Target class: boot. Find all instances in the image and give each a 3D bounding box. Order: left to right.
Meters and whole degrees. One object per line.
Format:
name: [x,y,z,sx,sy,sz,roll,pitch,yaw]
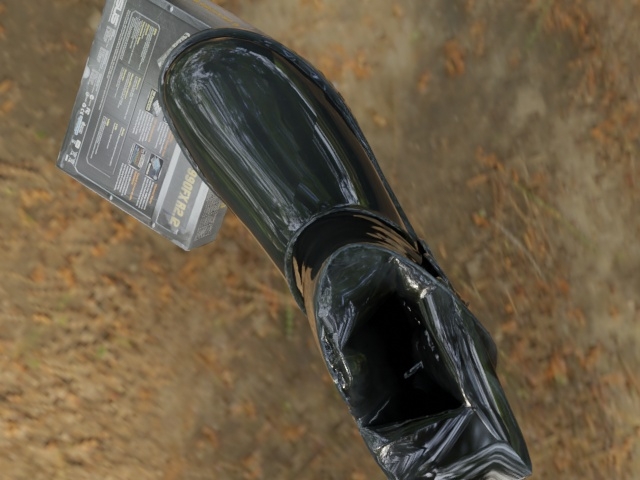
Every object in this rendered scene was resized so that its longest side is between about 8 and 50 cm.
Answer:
boot: [0.002,0.001,1.387,0.146,0.445,0.367,-40,100,8]

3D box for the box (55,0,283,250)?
box: [-0.155,-0.133,1.767,0.183,0.056,0.231,31,118,20]
